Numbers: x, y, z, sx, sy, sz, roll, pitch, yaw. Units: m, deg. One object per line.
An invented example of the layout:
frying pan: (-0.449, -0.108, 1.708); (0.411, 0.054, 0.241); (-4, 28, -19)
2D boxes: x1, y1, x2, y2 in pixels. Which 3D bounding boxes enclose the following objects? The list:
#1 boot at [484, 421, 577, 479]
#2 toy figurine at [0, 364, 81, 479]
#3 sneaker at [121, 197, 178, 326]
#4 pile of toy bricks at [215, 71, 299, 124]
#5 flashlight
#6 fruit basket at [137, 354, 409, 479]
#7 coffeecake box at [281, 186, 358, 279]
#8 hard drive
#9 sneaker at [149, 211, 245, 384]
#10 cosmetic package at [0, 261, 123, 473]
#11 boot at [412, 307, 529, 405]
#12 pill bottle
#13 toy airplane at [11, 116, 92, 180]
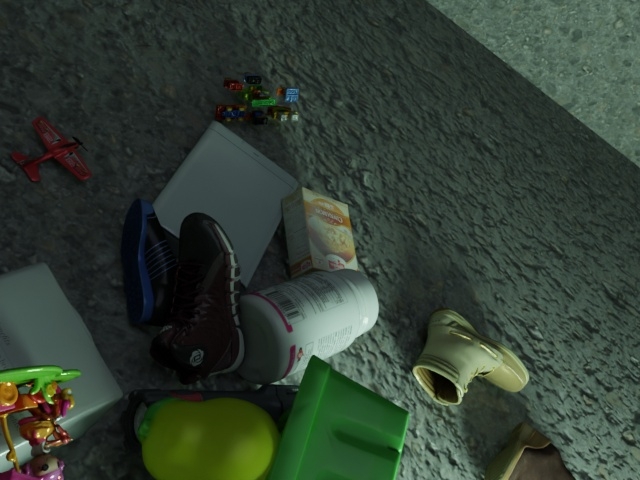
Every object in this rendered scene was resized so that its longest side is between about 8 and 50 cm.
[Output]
boot: (0.453, 0.505, 1.576); (0.207, 0.090, 0.248); (49, 36, 7)
toy figurine: (-0.338, 0.235, 0.881); (0.173, 0.130, 0.159); (16, 58, -65)
sneaker: (-0.288, 0.040, 1.336); (0.090, 0.081, 0.232); (12, 61, -40)
pile of toy bricks: (-0.156, -0.332, 1.765); (0.212, 0.118, 0.105); (-7, 29, -34)
flashlight: (-0.161, 0.290, 1.231); (0.304, 0.103, 0.103); (12, 45, -40)
fruit basket: (-0.080, 0.353, 1.101); (0.391, 0.283, 0.392); (0, 52, -1)
coffeecake box: (0.000, 0.000, 1.596); (0.142, 0.068, 0.186); (19, 53, -43)
hard drive: (-0.192, -0.076, 1.544); (0.233, 0.047, 0.353); (36, 41, -12)
sneaker: (-0.213, 0.104, 1.245); (0.162, 0.106, 0.282); (-22, 105, -49)
cosmetic package: (-0.505, 0.213, 0.938); (0.453, 0.161, 0.230); (-21, 73, -48)
boot: (0.324, 0.286, 1.646); (0.262, 0.095, 0.203); (39, 40, -6)
pill bottle: (-0.029, 0.147, 1.408); (0.283, 0.160, 0.160); (-16, 68, -47)
toy airplane: (-0.482, -0.151, 1.370); (0.151, 0.028, 0.151); (22, 44, -24)
